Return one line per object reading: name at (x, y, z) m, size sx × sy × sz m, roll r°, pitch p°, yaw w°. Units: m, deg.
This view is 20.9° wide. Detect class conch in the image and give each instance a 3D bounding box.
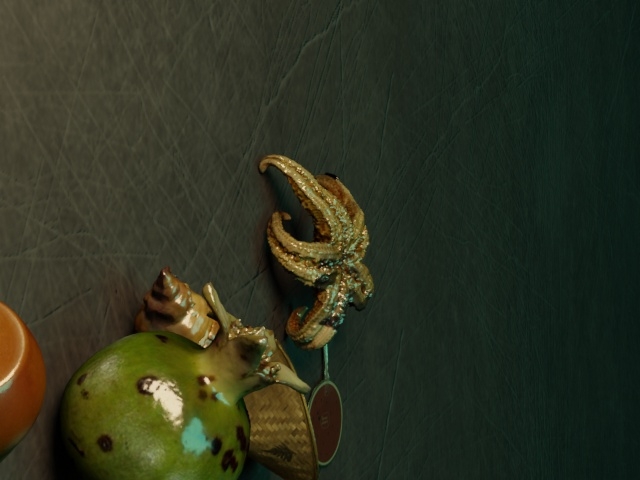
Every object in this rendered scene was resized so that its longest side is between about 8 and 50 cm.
conch at (-0.095, 0.113, 1.345) m, size 0.086 × 0.080 × 0.232 m, roll -42°, pitch 129°, yaw -50°

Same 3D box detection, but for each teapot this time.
teapot at (-0.221, 0.092, 1.042) m, size 0.116 × 0.116 × 0.173 m, roll 60°, pitch 11°, yaw -49°

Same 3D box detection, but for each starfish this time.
starfish at (-0.001, -0.001, 1.576) m, size 0.146 × 0.074 × 0.190 m, roll -48°, pitch 131°, yaw -49°

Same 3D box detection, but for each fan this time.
fan at (0.004, 0.151, 1.664) m, size 0.085 × 0.005 × 0.133 m, roll -1°, pitch 92°, yaw -66°

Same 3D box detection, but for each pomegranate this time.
pomegranate at (-0.104, 0.115, 1.231) m, size 0.169 × 0.148 × 0.148 m, roll -48°, pitch 148°, yaw -2°

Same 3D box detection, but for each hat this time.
hat at (-0.058, 0.153, 1.462) m, size 0.146 × 0.067 × 0.146 m, roll 165°, pitch -90°, yaw -75°
